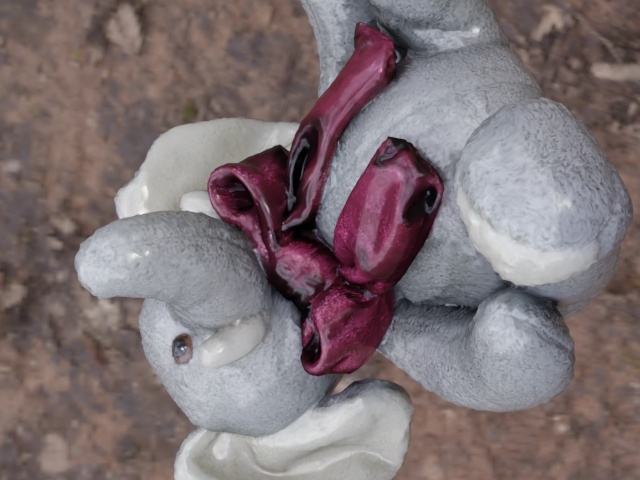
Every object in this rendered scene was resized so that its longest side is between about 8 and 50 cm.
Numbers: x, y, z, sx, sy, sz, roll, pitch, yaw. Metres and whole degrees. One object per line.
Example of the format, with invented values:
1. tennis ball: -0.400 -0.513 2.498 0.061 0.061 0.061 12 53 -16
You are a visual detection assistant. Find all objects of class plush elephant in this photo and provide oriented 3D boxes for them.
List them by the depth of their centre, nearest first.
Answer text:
1. plush elephant: 0.000 0.000 0.773 0.255 0.330 0.272 -28 62 5
